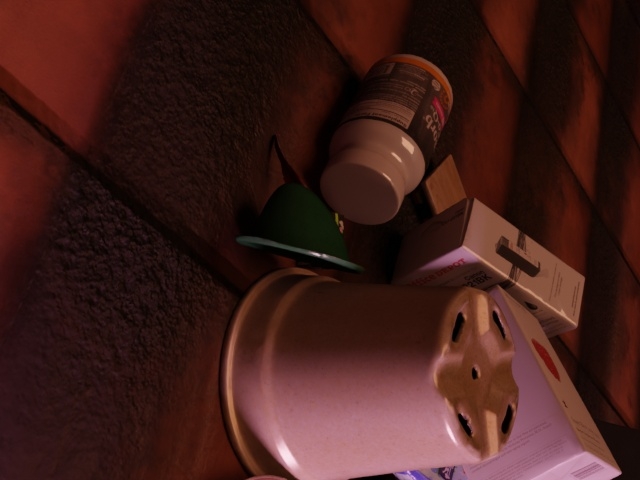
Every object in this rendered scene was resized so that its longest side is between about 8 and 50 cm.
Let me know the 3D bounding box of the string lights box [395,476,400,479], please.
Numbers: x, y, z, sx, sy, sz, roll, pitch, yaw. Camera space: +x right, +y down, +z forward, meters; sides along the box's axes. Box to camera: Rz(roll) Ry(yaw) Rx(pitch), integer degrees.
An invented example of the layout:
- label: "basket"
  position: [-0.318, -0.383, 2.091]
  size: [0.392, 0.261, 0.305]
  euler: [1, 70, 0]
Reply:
- label: "string lights box"
  position: [0.161, 0.264, 1.412]
  size: [0.133, 0.077, 0.260]
  euler: [-21, 100, -53]

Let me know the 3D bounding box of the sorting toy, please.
- label: "sorting toy"
  position: [0.234, -0.070, 1.608]
  size: [0.132, 0.046, 0.274]
  euler: [-45, 118, -48]

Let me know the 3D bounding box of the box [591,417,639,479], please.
- label: "box"
  position: [0.418, 0.443, 1.461]
  size: [0.294, 0.296, 0.183]
  euler: [18, 51, -35]

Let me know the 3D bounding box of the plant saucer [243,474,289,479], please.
- label: "plant saucer"
  position: [-0.095, 0.452, 1.040]
  size: [0.310, 0.050, 0.310]
  euler: [11, 75, -51]

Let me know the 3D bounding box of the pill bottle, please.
- label: "pill bottle"
  position: [0.107, -0.166, 1.360]
  size: [0.162, 0.162, 0.278]
  euler: [55, 44, -31]

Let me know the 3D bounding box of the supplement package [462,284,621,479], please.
- label: "supplement package"
  position: [0.294, 0.251, 1.282]
  size: [0.177, 0.175, 0.293]
  euler: [34, 27, -48]

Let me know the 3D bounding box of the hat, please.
- label: "hat"
  position: [-0.018, -0.067, 1.138]
  size: [0.173, 0.208, 0.183]
  euler: [31, 73, -69]

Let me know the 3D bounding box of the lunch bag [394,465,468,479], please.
- label: "lunch bag"
  position: [0.166, 0.346, 1.264]
  size: [0.129, 0.096, 0.151]
  euler: [40, 11, -11]

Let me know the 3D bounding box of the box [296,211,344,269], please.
- label: "box"
  position: [0.000, 0.000, 1.272]
  size: [0.062, 0.052, 0.083]
  euler: [11, 75, -53]

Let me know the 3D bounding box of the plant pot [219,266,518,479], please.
- label: "plant pot"
  position: [0.086, 0.186, 1.135]
  size: [0.334, 0.305, 0.334]
  euler: [15, 71, -51]

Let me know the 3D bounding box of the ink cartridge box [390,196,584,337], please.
- label: "ink cartridge box"
  position: [0.290, 0.069, 1.459]
  size: [0.273, 0.197, 0.114]
  euler: [34, 54, -18]
